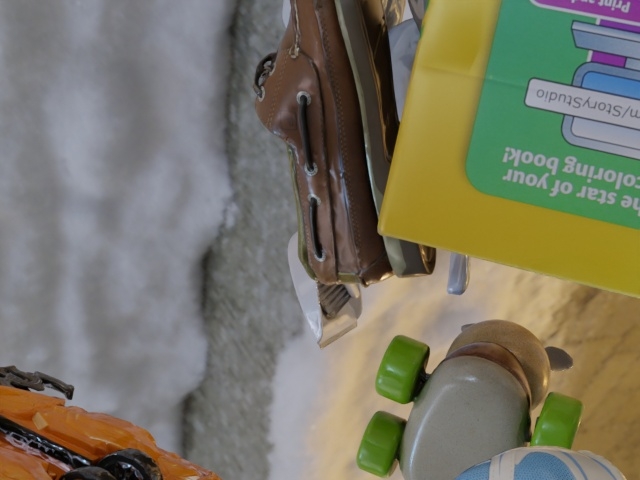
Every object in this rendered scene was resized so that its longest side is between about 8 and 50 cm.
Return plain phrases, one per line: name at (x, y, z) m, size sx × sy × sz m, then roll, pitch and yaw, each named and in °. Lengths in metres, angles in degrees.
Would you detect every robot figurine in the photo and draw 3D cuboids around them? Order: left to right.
robot figurine at (-0.198, 0.134, 0.674) m, size 0.211 × 0.291 × 0.085 m, roll -6°, pitch 113°, yaw -67°

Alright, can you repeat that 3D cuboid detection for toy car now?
toy car at (0.140, 0.126, 0.973) m, size 0.188 × 0.155 × 0.149 m, roll -46°, pitch 152°, yaw -57°

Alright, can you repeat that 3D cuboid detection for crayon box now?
crayon box at (0.244, -0.115, 0.642) m, size 0.106 × 0.362 × 0.313 m, roll -28°, pitch 131°, yaw -73°

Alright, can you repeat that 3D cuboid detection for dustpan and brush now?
dustpan and brush at (0.000, 0.000, 1.284) m, size 0.060 × 0.211 × 0.147 m, roll -26°, pitch 178°, yaw 20°

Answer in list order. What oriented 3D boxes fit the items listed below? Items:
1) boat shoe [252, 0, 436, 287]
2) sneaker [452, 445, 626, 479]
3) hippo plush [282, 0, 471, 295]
boat shoe at (0.000, -0.107, 0.837) m, size 0.104 × 0.307 × 0.111 m, roll -9°, pitch -165°, yaw 16°
sneaker at (0.097, 0.195, 0.442) m, size 0.086 × 0.237 × 0.085 m, roll -2°, pitch 153°, yaw -18°
hippo plush at (0.091, -0.153, 0.993) m, size 0.234 × 0.236 × 0.294 m, roll -25°, pitch 121°, yaw -42°
